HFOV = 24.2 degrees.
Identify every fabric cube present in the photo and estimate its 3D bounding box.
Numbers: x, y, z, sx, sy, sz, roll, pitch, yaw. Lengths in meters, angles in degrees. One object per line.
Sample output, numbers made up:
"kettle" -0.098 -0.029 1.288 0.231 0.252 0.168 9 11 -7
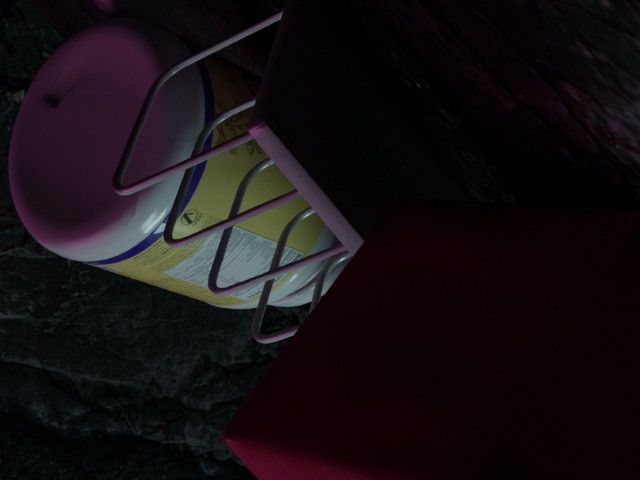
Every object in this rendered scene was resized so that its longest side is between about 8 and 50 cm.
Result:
"fabric cube" 0.141 0.143 1.100 0.258 0.254 0.259 3 140 52

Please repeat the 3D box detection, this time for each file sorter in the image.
"file sorter" -0.015 -0.032 1.285 0.278 0.173 0.193 49 -146 -29

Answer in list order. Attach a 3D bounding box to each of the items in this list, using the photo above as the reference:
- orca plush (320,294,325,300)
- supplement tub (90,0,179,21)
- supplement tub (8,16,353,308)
"orca plush" 0.021 0.049 2.177 0.287 0.102 0.151 45 172 16
"supplement tub" -0.220 -0.306 1.495 0.190 0.117 0.117 41 171 35
"supplement tub" -0.123 -0.064 1.523 0.241 0.241 0.331 41 -168 38
